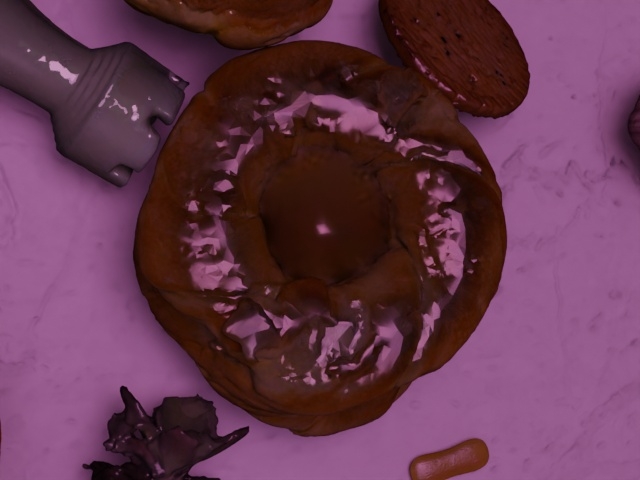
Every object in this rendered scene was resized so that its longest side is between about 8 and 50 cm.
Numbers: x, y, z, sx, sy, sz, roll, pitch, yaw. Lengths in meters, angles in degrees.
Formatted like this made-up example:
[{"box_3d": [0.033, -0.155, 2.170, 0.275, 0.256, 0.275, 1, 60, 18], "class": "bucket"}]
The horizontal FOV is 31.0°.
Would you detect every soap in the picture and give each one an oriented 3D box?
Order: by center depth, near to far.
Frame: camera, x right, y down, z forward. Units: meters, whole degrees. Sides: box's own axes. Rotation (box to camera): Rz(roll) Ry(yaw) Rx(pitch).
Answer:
[{"box_3d": [0.133, 0.228, 1.184, 0.089, 0.012, 0.034, -16, 90, -17], "class": "soap"}]

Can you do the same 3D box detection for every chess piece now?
[{"box_3d": [-0.273, -0.174, 1.025, 0.299, 0.194, 0.195, 33, 77, -20], "class": "chess piece"}]

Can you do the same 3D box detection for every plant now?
[{"box_3d": [-0.152, 0.237, 1.040, 0.142, 0.131, 0.203, 27, 88, -11], "class": "plant"}]

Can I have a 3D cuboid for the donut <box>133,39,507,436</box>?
[{"box_3d": [0.000, 0.000, 1.073, 0.360, 0.170, 0.360, 2, 79, -11], "class": "donut"}]

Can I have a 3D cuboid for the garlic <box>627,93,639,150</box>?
[{"box_3d": [0.394, -0.121, 1.241, 0.159, 0.102, 0.147, 13, 79, -38], "class": "garlic"}]

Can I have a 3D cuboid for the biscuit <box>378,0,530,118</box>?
[{"box_3d": [0.135, -0.202, 1.170, 0.188, 0.027, 0.188, 20, 49, -25], "class": "biscuit"}]

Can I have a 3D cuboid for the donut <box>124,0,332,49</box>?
[{"box_3d": [-0.073, -0.294, 1.065, 0.208, 0.128, 0.261, 15, 46, -12], "class": "donut"}]
